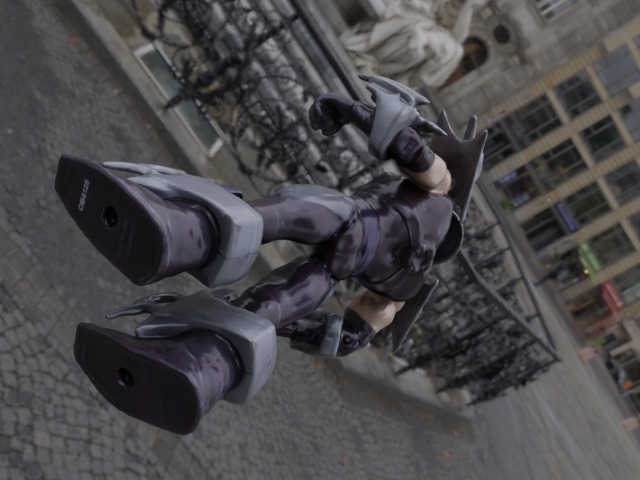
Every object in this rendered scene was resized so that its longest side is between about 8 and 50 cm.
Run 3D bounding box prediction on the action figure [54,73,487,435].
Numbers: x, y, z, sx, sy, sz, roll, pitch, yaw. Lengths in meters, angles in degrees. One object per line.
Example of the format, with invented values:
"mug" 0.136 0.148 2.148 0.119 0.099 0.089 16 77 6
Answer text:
"action figure" 0.000 0.000 0.436 0.099 0.185 0.285 21 20 34
